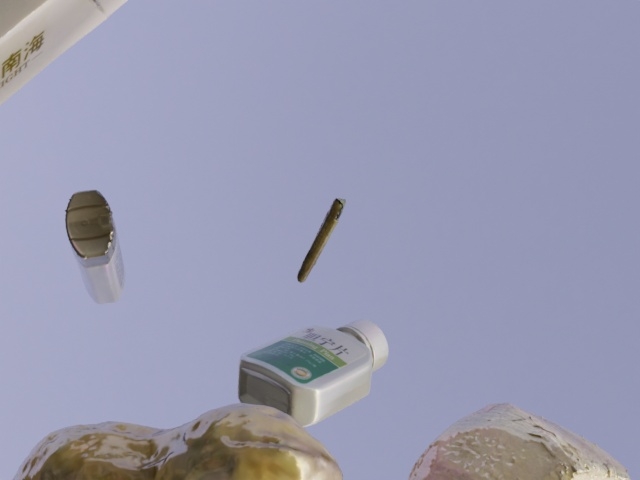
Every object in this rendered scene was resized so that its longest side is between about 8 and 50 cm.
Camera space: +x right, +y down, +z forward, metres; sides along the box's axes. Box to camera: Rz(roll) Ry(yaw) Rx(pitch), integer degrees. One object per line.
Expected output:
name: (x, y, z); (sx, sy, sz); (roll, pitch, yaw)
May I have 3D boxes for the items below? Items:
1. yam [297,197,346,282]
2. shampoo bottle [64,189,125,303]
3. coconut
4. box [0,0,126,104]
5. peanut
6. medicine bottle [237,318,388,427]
yam: (0.000, 0.000, 1.171); (0.014, 0.014, 0.107); (38, -57, 18)
shampoo bottle: (-0.271, 0.012, 1.444); (0.056, 0.227, 0.086); (-10, -104, -9)
coconut: (0.248, 0.367, 1.586); (0.254, 0.297, 0.297); (27, -63, 44)
box: (-0.212, -0.124, 0.575); (0.155, 0.243, 0.067); (39, -29, 2)
peanut: (-0.070, 0.106, 0.490); (0.174, 0.080, 0.080); (-18, -87, 34)
medicine bottle: (-0.002, 0.148, 1.370); (0.119, 0.183, 0.069); (20, -64, 37)
